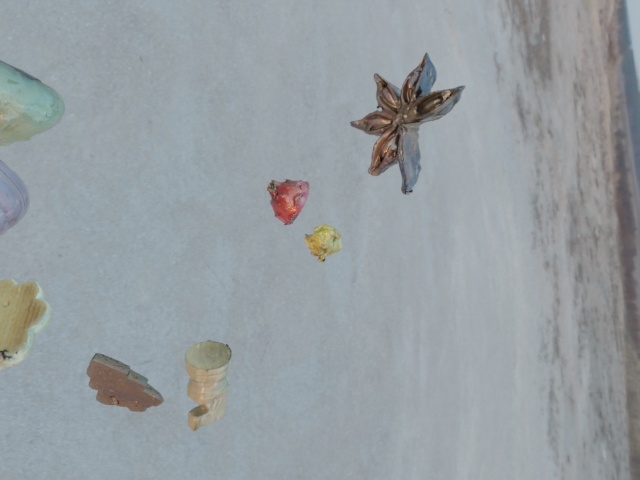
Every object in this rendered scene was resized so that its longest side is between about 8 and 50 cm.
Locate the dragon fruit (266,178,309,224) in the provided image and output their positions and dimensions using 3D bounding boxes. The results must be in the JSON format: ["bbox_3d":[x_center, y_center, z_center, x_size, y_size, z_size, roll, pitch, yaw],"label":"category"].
[{"bbox_3d":[-0.114,-0.127,1.601,0.110,0.153,0.153,24,58,-18],"label":"dragon fruit"}]

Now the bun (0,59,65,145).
[{"bbox_3d":[-0.747,-0.314,1.203,0.293,0.293,0.187,30,86,-52],"label":"bun"}]

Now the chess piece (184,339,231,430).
[{"bbox_3d":[-0.342,0.455,1.622,0.137,0.137,0.301,-45,148,-52],"label":"chess piece"}]

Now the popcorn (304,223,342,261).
[{"bbox_3d":[0.000,0.000,1.139,0.084,0.084,0.084,18,68,-56],"label":"popcorn"}]

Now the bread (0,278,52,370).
[{"bbox_3d":[-0.778,0.216,1.247,0.054,0.315,0.316,70,31,-44],"label":"bread"}]

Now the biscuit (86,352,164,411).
[{"bbox_3d":[-0.290,0.206,0.769,0.019,0.119,0.130,-75,154,-47],"label":"biscuit"}]

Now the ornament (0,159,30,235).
[{"bbox_3d":[-0.632,-0.076,0.958,0.177,0.177,0.178,18,68,-56],"label":"ornament"}]

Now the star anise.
[{"bbox_3d":[0.132,-0.196,0.852,0.063,0.171,0.208,-1,123,-47],"label":"star anise"}]
